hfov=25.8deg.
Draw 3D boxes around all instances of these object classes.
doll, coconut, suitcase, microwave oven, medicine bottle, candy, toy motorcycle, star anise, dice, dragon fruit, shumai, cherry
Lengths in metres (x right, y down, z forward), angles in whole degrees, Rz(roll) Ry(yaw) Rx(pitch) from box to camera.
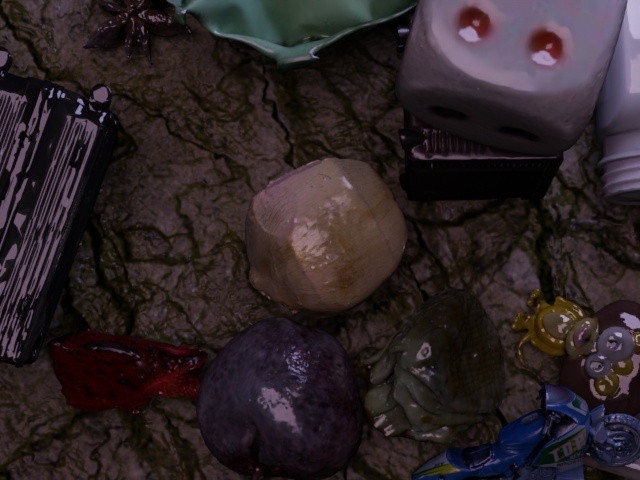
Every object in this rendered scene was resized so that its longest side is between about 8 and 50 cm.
[{"bbox_3d":[0.304,0.133,1.588,0.188,0.096,0.145,9,74,18],"label":"doll"},{"bbox_3d":[0.000,0.000,1.599,0.194,0.194,0.194,-1,81,6],"label":"coconut"},{"bbox_3d":[-0.353,-0.027,1.610,0.152,0.229,0.335,19,84,-4],"label":"suitcase"},{"bbox_3d":[0.173,-0.152,1.571,0.178,0.247,0.188,-3,82,3],"label":"microwave oven"},{"bbox_3d":[0.369,-0.206,1.587,0.124,0.179,0.324,0,80,7],"label":"medicine bottle"},{"bbox_3d":[0.035,-0.315,1.610,0.398,0.263,0.172,-6,112,7],"label":"candy"},{"bbox_3d":[0.228,0.237,1.545,0.254,0.092,0.135,-28,112,15],"label":"toy motorcycle"},{"bbox_3d":[-0.238,-0.270,1.727,0.129,0.056,0.124,-29,80,1],"label":"star anise"},{"bbox_3d":[0.186,-0.201,1.361,0.192,0.194,0.193,16,83,2],"label":"dice"},{"bbox_3d":[-0.217,0.130,1.627,0.192,0.122,0.092,-2,43,25],"label":"dragon fruit"},{"bbox_3d":[0.120,0.145,1.604,0.142,0.184,0.184,-12,79,32],"label":"shumai"},{"bbox_3d":[-0.041,0.181,1.571,0.195,0.195,0.195,-1,81,6],"label":"cherry"}]

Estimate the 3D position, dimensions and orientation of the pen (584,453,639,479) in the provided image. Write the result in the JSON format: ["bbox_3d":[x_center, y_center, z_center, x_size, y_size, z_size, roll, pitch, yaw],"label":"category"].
[{"bbox_3d":[0.358,0.253,1.590,0.233,0.032,0.040,17,82,9],"label":"pen"}]
